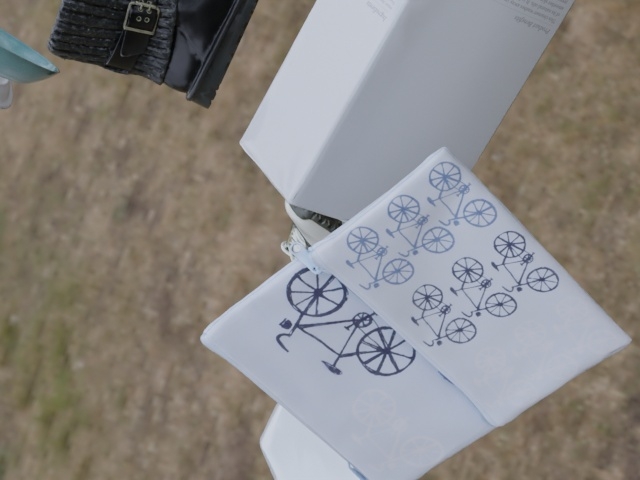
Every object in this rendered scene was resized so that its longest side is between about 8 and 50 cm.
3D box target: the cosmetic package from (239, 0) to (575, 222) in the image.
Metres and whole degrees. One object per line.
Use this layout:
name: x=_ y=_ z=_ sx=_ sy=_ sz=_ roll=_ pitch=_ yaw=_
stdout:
cosmetic package: x=0.103 y=-0.206 z=1.733 sx=0.385 sy=0.217 sz=0.156 roll=-57 pitch=40 yaw=18

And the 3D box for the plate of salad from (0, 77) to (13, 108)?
plate of salad: x=-0.469 y=-0.258 z=2.057 sx=0.048 sy=0.200 sz=0.200 roll=-26 pitch=40 yaw=9

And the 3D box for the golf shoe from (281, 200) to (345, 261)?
golf shoe: x=0.000 y=0.000 z=2.132 sx=0.120 sy=0.273 sz=0.105 roll=-34 pitch=66 yaw=9

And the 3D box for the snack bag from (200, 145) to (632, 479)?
snack bag: x=0.092 y=0.100 z=1.588 sx=0.342 sy=0.323 sz=0.037 roll=-36 pitch=29 yaw=20

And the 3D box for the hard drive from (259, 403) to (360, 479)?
hard drive: x=0.020 y=0.263 z=2.056 sx=0.233 sy=0.047 sz=0.353 roll=64 pitch=150 yaw=29

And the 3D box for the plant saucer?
plant saucer: x=-0.237 y=-0.138 z=1.075 sx=0.021 sy=0.119 sz=0.119 roll=-58 pitch=29 yaw=5

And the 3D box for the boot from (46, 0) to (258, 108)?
boot: x=-0.213 y=-0.372 z=2.170 sx=0.131 sy=0.260 sz=0.348 roll=-99 pitch=33 yaw=-73
